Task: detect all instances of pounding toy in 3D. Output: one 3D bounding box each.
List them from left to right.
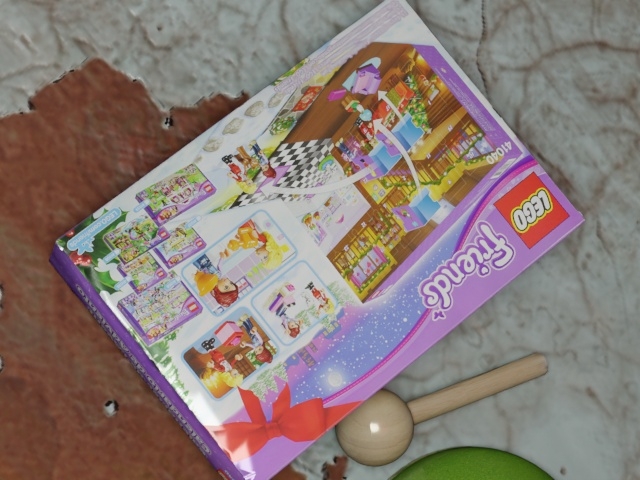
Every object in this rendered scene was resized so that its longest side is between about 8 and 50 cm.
[{"bbox_3d":[0.115,0.203,1.243,0.183,0.110,0.237,-11,90,-21],"label":"pounding toy"}]

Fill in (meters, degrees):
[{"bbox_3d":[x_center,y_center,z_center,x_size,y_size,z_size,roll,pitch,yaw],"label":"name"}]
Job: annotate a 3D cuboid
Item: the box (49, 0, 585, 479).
[{"bbox_3d":[0.000,0.000,1.224,0.293,0.057,0.201,-37,86,-18],"label":"box"}]
